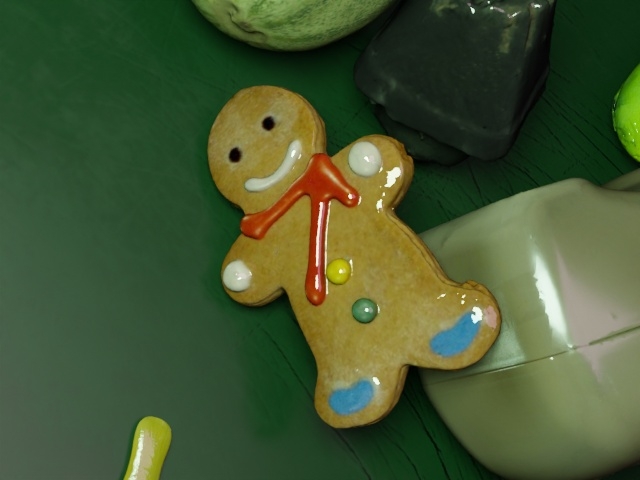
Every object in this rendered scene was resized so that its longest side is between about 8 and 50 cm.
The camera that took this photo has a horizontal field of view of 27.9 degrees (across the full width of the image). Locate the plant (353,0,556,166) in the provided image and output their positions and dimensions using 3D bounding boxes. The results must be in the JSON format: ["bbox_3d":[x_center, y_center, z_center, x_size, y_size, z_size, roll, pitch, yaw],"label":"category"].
[{"bbox_3d":[0.126,-0.163,1.175,0.164,0.256,0.142,28,59,5],"label":"plant"}]

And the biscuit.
[{"bbox_3d":[-0.001,-0.001,1.107,0.049,0.205,0.324,16,42,-62],"label":"biscuit"}]

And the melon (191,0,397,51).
[{"bbox_3d":[0.001,-0.319,1.150,0.248,0.248,0.329,32,73,-18],"label":"melon"}]

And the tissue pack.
[{"bbox_3d":[0.288,0.071,1.197,0.387,0.267,0.277,-16,82,-31],"label":"tissue pack"}]

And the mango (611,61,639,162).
[{"bbox_3d":[0.399,-0.158,1.401,0.125,0.111,0.233,48,63,-5],"label":"mango"}]

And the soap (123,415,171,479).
[{"bbox_3d":[-0.148,0.192,1.084,0.034,0.012,0.089,20,70,-23],"label":"soap"}]
